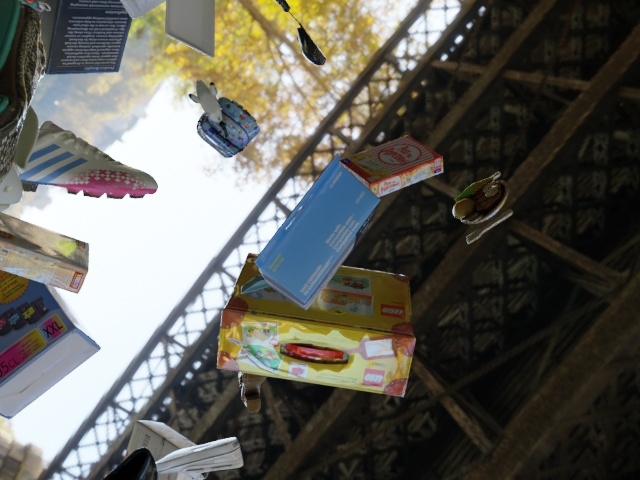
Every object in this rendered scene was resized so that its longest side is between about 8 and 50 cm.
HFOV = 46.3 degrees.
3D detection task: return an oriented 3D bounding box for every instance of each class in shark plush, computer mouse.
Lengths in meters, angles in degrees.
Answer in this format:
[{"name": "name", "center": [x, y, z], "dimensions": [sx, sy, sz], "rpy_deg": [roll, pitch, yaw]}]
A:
[{"name": "shark plush", "center": [-0.275, -0.348, 1.956], "dimensions": [0.073, 0.161, 0.067], "rpy_deg": [-40, -167, 0]}, {"name": "computer mouse", "center": [-0.067, -0.528, 1.839], "dimensions": [0.041, 0.242, 0.071], "rpy_deg": [-35, 179, 11]}]

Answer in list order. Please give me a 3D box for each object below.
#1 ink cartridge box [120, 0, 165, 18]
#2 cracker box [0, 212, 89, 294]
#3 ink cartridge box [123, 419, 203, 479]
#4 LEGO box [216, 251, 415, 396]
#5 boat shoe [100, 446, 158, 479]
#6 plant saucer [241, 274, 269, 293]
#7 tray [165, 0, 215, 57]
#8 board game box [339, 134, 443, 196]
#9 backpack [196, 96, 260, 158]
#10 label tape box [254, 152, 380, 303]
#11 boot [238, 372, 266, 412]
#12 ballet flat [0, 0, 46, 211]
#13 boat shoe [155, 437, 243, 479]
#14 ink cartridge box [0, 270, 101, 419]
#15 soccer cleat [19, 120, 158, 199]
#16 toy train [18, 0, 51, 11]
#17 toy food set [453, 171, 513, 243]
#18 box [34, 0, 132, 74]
[{"name": "ink cartridge box", "center": [-0.313, -0.597, 1.410], "dimensions": [0.261, 0.296, 0.066], "rpy_deg": [-31, 161, -4]}, {"name": "cracker box", "center": [-0.615, 0.022, 1.597], "dimensions": [0.067, 0.232, 0.156], "rpy_deg": [-63, -157, 13]}, {"name": "ink cartridge box", "center": [-0.501, 0.724, 2.388], "dimensions": [0.283, 0.117, 0.207], "rpy_deg": [15, -94, 44]}, {"name": "LEGO box", "center": [-0.001, 0.221, 2.090], "dimensions": [0.372, 0.500, 0.193], "rpy_deg": [-77, 176, -67]}, {"name": "boat shoe", "center": [-0.347, 0.408, 1.131], "dimensions": [0.258, 0.109, 0.089], "rpy_deg": [-53, 152, -56]}, {"name": "plant saucer", "center": [-0.097, 0.083, 1.682], "dimensions": [0.067, 0.018, 0.192], "rpy_deg": [-36, 167, 36]}, {"name": "tray", "center": [-0.318, -0.575, 1.808], "dimensions": [0.030, 0.145, 0.270], "rpy_deg": [-21, -118, 40]}, {"name": "board game box", "center": [0.162, -0.171, 1.728], "dimensions": [0.193, 0.045, 0.147], "rpy_deg": [-22, -144, -20]}, {"name": "backpack", "center": [-0.252, -0.314, 2.062], "dimensions": [0.117, 0.158, 0.173], "rpy_deg": [-53, -163, -15]}, {"name": "label tape box", "center": [0.000, 0.000, 1.402], "dimensions": [0.240, 0.106, 0.334], "rpy_deg": [-53, 175, -7]}, {"name": "boot", "center": [-0.211, 0.397, 2.229], "dimensions": [0.152, 0.073, 0.197], "rpy_deg": [-134, -129, -69]}, {"name": "ballet flat", "center": [-0.436, -0.144, 0.965], "dimensions": [0.164, 0.182, 0.483], "rpy_deg": [-9, -140, 3]}, {"name": "boat shoe", "center": [-0.328, 0.598, 1.997], "dimensions": [0.258, 0.084, 0.095], "rpy_deg": [-17, 180, 19]}, {"name": "ink cartridge box", "center": [-0.755, 0.186, 1.792], "dimensions": [0.270, 0.151, 0.395], "rpy_deg": [-39, -120, -12]}, {"name": "soccer cleat", "center": [-0.482, -0.158, 1.463], "dimensions": [0.116, 0.331, 0.143], "rpy_deg": [-166, -99, -75]}, {"name": "toy train", "center": [-0.699, -0.570, 1.697], "dimensions": [0.125, 0.166, 0.046], "rpy_deg": [12, -119, 42]}, {"name": "toy food set", "center": [0.341, -0.084, 1.601], "dimensions": [0.132, 0.038, 0.192], "rpy_deg": [-37, -157, 22]}, {"name": "box", "center": [-0.637, -0.680, 1.965], "dimensions": [0.293, 0.212, 0.395], "rpy_deg": [58, -41, 25]}]
